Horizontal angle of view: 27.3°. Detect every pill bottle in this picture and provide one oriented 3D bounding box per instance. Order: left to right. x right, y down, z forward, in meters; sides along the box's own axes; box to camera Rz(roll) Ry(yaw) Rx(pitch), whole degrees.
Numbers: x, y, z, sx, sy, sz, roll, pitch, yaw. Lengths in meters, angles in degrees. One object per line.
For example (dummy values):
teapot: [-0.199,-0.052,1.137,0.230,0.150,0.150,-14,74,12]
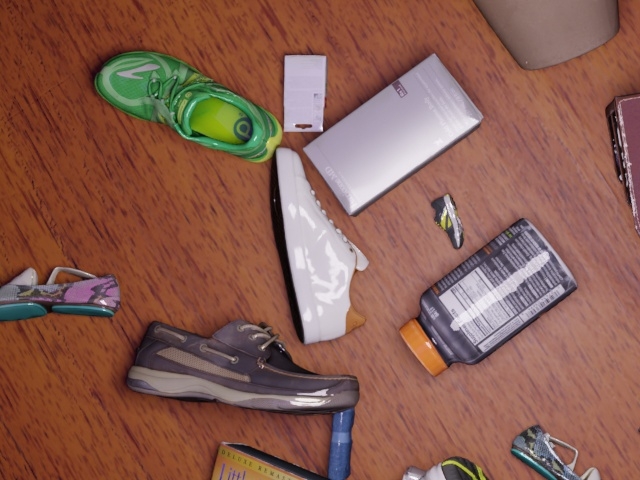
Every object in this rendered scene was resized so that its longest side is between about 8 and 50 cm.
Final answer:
pill bottle: [0.232,0.089,1.872,0.246,0.130,0.130,-37,84,5]

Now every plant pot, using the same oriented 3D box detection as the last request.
plant pot: [0.313,-0.371,1.838,0.263,0.263,0.229,-23,103,6]

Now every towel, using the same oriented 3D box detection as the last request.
towel: [0.032,0.291,1.922,0.029,0.067,0.119,6,89,9]

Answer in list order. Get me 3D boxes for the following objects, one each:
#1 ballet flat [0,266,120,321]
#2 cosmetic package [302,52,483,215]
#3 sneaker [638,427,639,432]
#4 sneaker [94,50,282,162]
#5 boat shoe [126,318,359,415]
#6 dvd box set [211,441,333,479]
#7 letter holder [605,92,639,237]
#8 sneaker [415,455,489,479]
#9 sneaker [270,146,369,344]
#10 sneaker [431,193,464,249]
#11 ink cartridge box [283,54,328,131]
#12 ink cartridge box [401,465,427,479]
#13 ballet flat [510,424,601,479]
ballet flat: [-0.412,0.079,1.992,0.222,0.077,0.079,-3,69,3]
cosmetic package: [0.104,-0.150,1.911,0.238,0.107,0.127,-37,87,2]
sneaker: [0.489,0.259,1.867,0.073,0.063,0.162,-3,88,11]
sneaker: [-0.196,-0.207,1.940,0.296,0.123,0.109,22,91,8]
boat shoe: [-0.114,0.176,1.895,0.355,0.132,0.130,5,81,18]
dvd box set: [-0.073,0.528,1.855,0.308,0.062,0.420,13,90,42]
letter holder: [0.569,-0.114,1.826,0.302,0.152,0.214,-10,89,7]
sneaker: [0.230,0.486,1.780,0.147,0.145,0.384,-33,79,22]
sneaker: [0.000,0.000,1.932,0.123,0.106,0.290,-11,89,-11]
sneaker: [0.187,-0.026,1.935,0.035,0.031,0.083,-16,82,20]
ink cartridge box: [-0.022,-0.218,1.966,0.063,0.029,0.115,1,89,7]
ink cartridge box: [0.201,0.434,1.884,0.218,0.092,0.158,19,91,6]
ballet flat: [0.361,0.335,1.883,0.188,0.070,0.070,41,93,4]
